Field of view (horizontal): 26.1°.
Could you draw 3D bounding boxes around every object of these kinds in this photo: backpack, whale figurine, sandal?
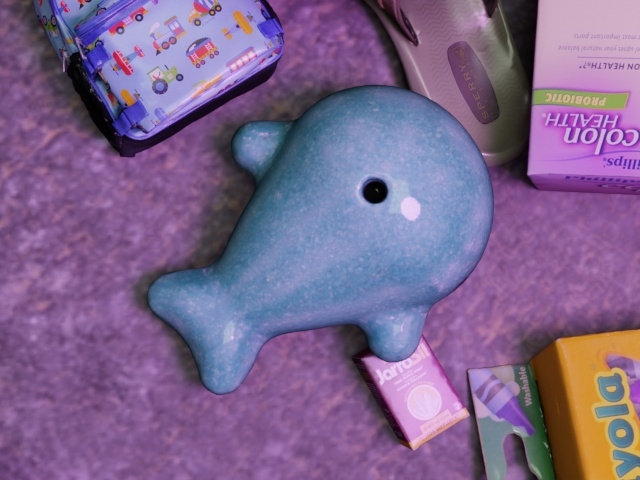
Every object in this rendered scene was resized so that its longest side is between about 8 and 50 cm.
[{"bbox_3d":[-0.126,-0.172,1.022,0.158,0.117,0.173,-31,90,-10],"label":"backpack"},{"bbox_3d":[0.000,0.000,1.018,0.272,0.141,0.216,-34,85,-1],"label":"whale figurine"},{"bbox_3d":[0.088,-0.201,1.072,0.120,0.086,0.303,-31,93,-10],"label":"sandal"}]

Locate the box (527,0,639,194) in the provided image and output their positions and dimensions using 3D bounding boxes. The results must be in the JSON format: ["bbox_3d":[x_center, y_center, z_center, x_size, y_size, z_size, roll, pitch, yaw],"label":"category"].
[{"bbox_3d":[0.275,-0.157,1.051,0.213,0.117,0.243,3,86,14],"label":"box"}]

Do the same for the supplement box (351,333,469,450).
[{"bbox_3d":[0.070,0.113,1.077,0.055,0.043,0.083,-31,92,-9],"label":"supplement box"}]

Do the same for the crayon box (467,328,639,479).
[{"bbox_3d":[0.294,0.169,1.069,0.322,0.083,0.203,-6,73,-9],"label":"crayon box"}]
